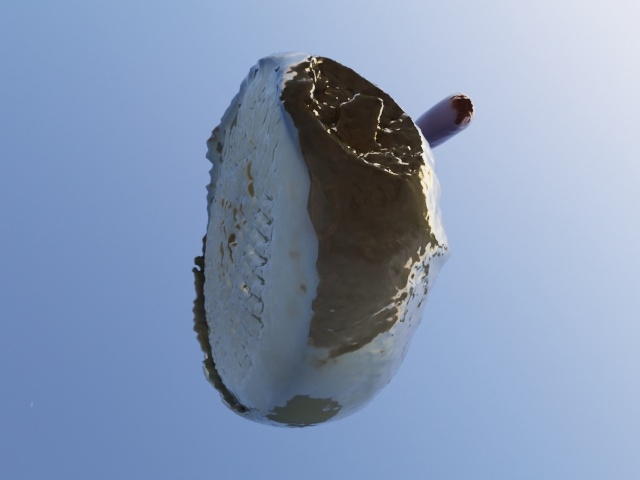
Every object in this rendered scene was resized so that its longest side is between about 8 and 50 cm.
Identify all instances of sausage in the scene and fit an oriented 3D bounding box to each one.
[{"bbox_3d":[0.235,-0.229,1.208,0.077,0.194,0.077,4,-101,-20],"label":"sausage"}]

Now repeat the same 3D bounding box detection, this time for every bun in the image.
[{"bbox_3d":[0.002,0.001,0.623,0.202,0.364,0.364,7,-119,-24],"label":"bun"}]
